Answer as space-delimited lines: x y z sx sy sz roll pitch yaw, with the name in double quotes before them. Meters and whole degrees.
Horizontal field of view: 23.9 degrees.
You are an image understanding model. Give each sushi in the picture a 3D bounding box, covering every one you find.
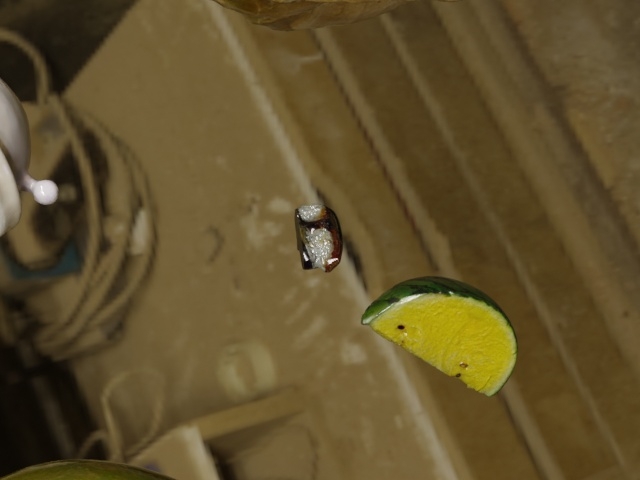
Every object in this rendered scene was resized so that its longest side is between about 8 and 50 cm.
"sushi" 0.000 0.000 1.565 0.044 0.046 0.083 96 168 -49

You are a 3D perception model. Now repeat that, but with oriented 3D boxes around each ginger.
"ginger" 0.005 -0.128 0.714 0.193 0.176 0.053 1 95 50

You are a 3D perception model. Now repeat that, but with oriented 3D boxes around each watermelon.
"watermelon" 0.141 0.084 1.526 0.075 0.181 0.092 -8 54 56

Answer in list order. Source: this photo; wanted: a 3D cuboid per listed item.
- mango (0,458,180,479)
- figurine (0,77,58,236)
"mango" -0.123 0.236 1.083 0.129 0.289 0.146 105 174 -49
"figurine" -0.295 -0.083 1.055 0.236 0.141 0.162 41 152 0
